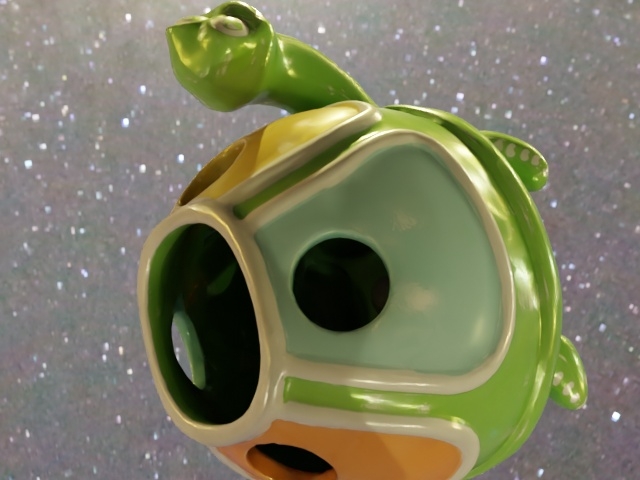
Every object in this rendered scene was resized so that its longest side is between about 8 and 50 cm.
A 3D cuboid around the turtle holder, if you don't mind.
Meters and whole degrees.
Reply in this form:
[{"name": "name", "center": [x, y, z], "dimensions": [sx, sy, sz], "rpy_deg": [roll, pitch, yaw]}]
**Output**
[{"name": "turtle holder", "center": [0.013, 0.007, 0.581], "dimensions": [0.227, 0.320, 0.243], "rpy_deg": [-4, -172, -43]}]
